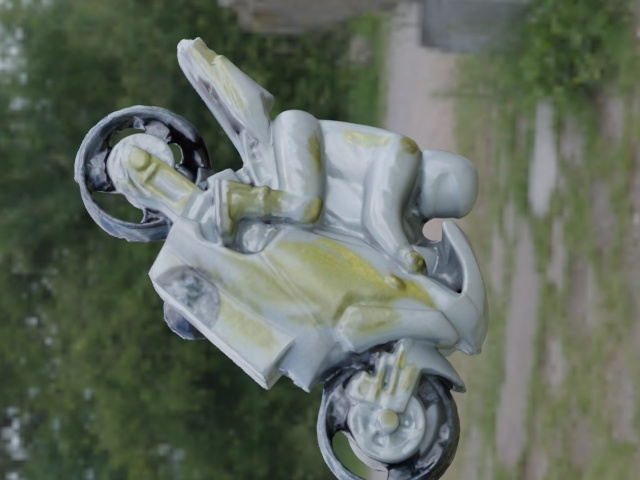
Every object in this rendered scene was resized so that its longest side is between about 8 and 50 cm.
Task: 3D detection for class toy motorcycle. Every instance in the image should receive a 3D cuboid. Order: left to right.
[{"bbox_3d":[0.000,0.000,0.725,0.228,0.151,0.074,46,171,13],"label":"toy motorcycle"}]
